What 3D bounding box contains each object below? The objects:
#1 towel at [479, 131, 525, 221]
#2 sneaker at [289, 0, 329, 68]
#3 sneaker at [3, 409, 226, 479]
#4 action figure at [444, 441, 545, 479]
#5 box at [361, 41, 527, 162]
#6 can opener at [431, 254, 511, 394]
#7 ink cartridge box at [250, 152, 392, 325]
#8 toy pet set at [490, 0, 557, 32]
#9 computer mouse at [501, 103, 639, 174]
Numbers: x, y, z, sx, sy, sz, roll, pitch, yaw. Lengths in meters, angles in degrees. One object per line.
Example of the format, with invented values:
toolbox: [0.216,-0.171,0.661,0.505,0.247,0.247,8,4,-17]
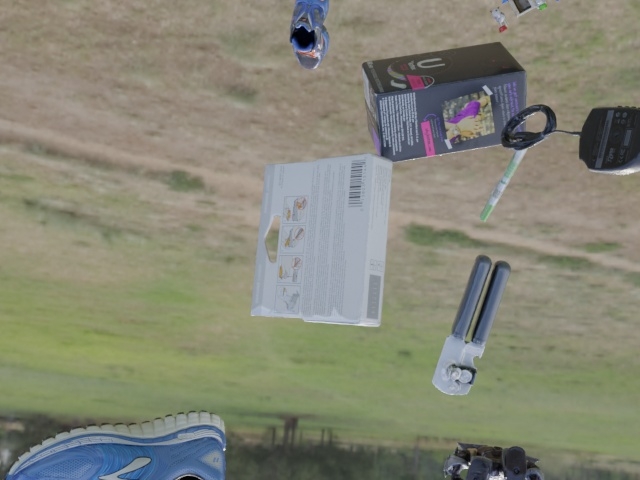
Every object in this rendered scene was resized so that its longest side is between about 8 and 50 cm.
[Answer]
towel: [0.305,-0.108,1.424,0.023,0.152,0.113,30,-164,10]
sneaker: [-0.031,-0.403,1.702,0.083,0.087,0.221,15,160,8]
sneaker: [-0.293,0.348,1.257,0.330,0.147,0.130,-7,153,-16]
action figure: [0.317,0.421,1.574,0.185,0.099,0.285,-2,169,12]
box: [0.224,-0.256,1.578,0.270,0.143,0.165,-9,-147,-2]
can opener: [0.278,0.160,1.610,0.074,0.280,0.093,16,-165,0]
ink cartridge box: [0.000,0.000,1.557,0.261,0.296,0.066,0,171,41]
toy pet set: [0.358,-0.434,1.520,0.122,0.065,0.114,-26,-165,22]
computer mouse: [0.282,-0.111,0.932,0.041,0.071,0.242,11,-174,-27]
